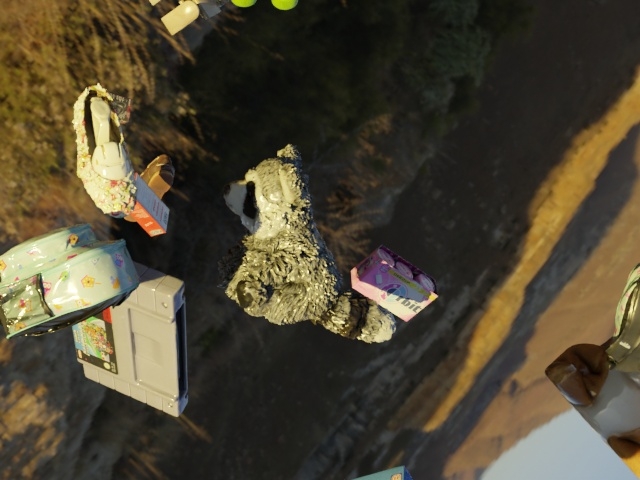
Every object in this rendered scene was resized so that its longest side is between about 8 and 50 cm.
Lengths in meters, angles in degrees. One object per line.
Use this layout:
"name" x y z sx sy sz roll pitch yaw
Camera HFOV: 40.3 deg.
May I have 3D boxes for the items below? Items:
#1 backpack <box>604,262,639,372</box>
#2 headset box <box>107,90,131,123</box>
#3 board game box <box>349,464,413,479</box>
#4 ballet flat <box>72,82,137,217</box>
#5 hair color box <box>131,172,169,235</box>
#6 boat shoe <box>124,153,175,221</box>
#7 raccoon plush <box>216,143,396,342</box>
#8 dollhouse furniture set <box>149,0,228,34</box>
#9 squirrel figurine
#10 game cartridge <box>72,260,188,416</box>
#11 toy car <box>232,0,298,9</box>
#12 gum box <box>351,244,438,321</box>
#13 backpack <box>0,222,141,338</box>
"backpack" 0.540 0.123 1.407 0.115 0.151 0.182 -62 154 -63
"headset box" -0.513 -0.333 2.188 0.083 0.032 0.062 14 75 -41
"board game box" 0.049 0.396 1.166 0.210 0.160 0.047 -21 -155 18
"ballet flat" -0.344 -0.149 1.376 0.091 0.241 0.077 -9 149 -28
"hair color box" -0.395 -0.079 1.953 0.141 0.043 0.072 55 28 -47
"boat shoe" -0.419 -0.127 2.135 0.073 0.073 0.207 19 134 -37
"raccoon plush" 0.000 0.000 1.736 0.446 0.216 0.299 16 112 -32
"dollhouse furniture set" -0.286 -0.611 1.917 0.161 0.242 0.212 -26 -165 29
"squirrel figurine" 0.676 0.243 1.773 0.370 0.281 0.397 -42 171 4
"game cartridge" -0.360 0.174 1.631 0.068 0.230 0.355 -62 165 -45
"toy car" -0.097 -0.547 1.598 0.155 0.148 0.189 98 -5 -59
"gum box" 0.169 0.098 2.039 0.107 0.188 0.062 -43 -151 28
"backpack" -0.367 0.052 1.278 0.188 0.145 0.166 -12 -175 15
